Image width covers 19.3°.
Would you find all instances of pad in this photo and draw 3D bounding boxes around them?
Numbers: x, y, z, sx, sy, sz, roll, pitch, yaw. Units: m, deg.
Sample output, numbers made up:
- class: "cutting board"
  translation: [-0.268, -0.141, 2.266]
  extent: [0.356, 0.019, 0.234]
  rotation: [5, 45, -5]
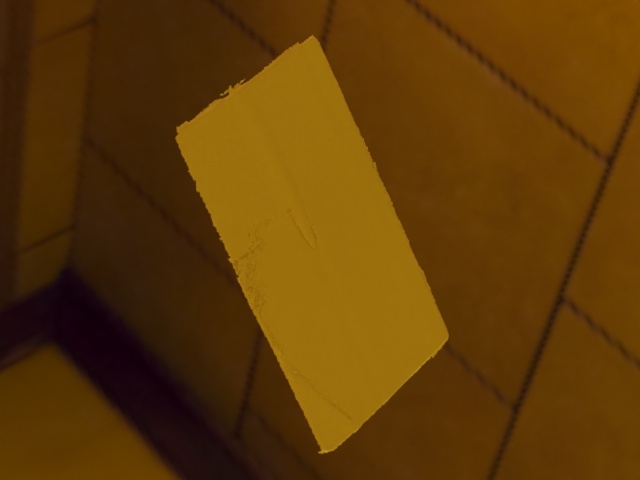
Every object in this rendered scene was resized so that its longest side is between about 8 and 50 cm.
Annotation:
- class: "pad"
  translation: [0.000, 0.000, 1.183]
  extent: [0.004, 0.156, 0.232]
  rotation: [-10, 111, 43]
